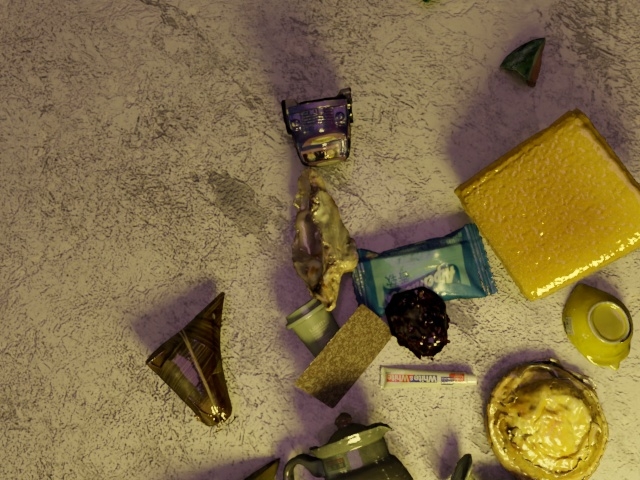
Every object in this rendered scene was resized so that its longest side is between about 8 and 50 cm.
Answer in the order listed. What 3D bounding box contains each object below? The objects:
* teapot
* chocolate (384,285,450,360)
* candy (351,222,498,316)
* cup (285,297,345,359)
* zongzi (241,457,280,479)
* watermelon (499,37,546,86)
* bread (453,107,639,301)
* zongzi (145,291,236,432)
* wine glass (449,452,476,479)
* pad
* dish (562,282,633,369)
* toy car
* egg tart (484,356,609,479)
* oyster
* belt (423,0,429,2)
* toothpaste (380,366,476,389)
[{"bbox_3d":[0.069,0.524,1.148,0.223,0.305,0.285,-2,65,-40],"label":"teapot"},{"bbox_3d":[0.231,0.198,1.174,0.156,0.133,0.156,-1,108,-4],"label":"chocolate"},{"bbox_3d":[0.237,0.072,1.256,0.331,0.077,0.187,-13,85,5],"label":"candy"},{"bbox_3d":[-0.003,0.208,1.233,0.120,0.120,0.141,-36,87,-2],"label":"cup"},{"bbox_3d":[-0.154,0.643,1.120,0.300,0.138,0.286,-33,45,-15],"label":"zongzi"},{"bbox_3d":[0.523,-0.461,1.345,0.101,0.080,0.155,21,83,44],"label":"watermelon"},{"bbox_3d":[0.521,-0.071,1.165,0.333,0.143,0.323,-35,78,25],"label":"bread"},{"bbox_3d":[-0.241,0.286,1.245,0.241,0.111,0.247,-43,84,-10],"label":"zongzi"},{"bbox_3d":[0.398,0.563,1.123,0.241,0.126,0.126,27,83,8],"label":"wine glass"},{"bbox_3d":[0.061,0.267,1.209,0.235,0.158,0.003,-49,39,-4],"label":"pad"},{"bbox_3d":[0.638,0.192,1.193,0.149,0.080,0.207,-21,77,1],"label":"dish"},{"bbox_3d":[0.002,-0.260,1.264,0.172,0.235,0.158,-9,91,4],"label":"toy car"},{"bbox_3d":[0.503,0.400,1.152,0.291,0.107,0.290,-1,80,5],"label":"egg tart"},{"bbox_3d":[0.005,-0.002,1.248,0.110,0.166,0.341,1,53,-36],"label":"oyster"},{"bbox_3d":[0.261,-0.693,1.372,0.079,0.121,0.151,-25,74,3],"label":"belt"},{"bbox_3d":[0.249,0.322,1.230,0.218,0.033,0.052,-1,75,9],"label":"toothpaste"}]
